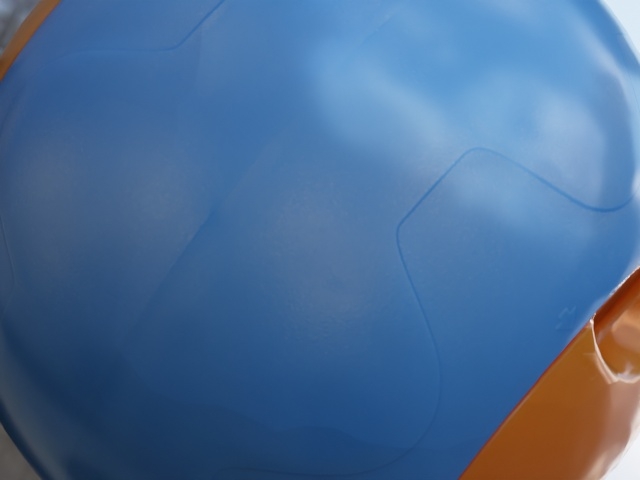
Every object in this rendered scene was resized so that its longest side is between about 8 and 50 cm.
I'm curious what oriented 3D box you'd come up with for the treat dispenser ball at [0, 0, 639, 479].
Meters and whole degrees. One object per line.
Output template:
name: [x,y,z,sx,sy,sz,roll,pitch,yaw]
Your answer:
treat dispenser ball: [0.000,0.000,0.728,0.288,0.288,0.288,20,-21,8]
